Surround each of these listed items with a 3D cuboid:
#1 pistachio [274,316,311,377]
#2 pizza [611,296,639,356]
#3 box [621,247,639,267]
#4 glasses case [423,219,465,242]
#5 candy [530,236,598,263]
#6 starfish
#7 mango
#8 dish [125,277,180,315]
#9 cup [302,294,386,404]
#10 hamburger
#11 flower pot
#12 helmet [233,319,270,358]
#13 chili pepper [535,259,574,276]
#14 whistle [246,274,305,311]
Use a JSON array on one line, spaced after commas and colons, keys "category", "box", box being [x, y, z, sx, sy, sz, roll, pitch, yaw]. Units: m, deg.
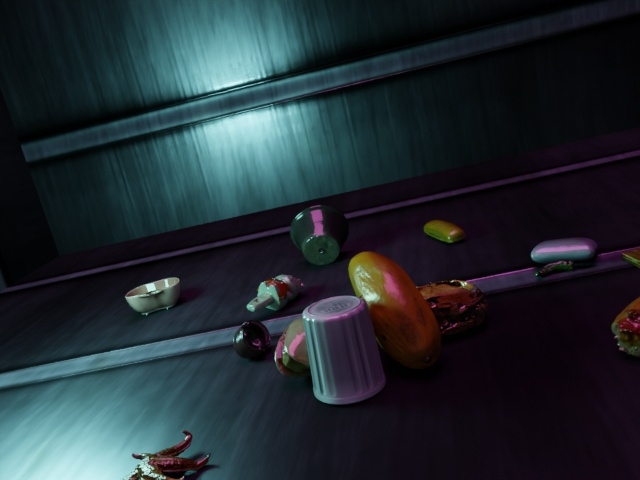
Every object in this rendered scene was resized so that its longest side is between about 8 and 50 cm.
[{"category": "pistachio", "box": [-0.027, 0.256, 1.606, 0.144, 0.144, 0.215, -5, 14, 34]}, {"category": "pizza", "box": [0.842, 0.134, 1.260, 0.440, 0.130, 0.406, -19, 12, -19]}, {"category": "box", "box": [0.895, 0.048, 1.762, 0.090, 0.023, 0.133, -13, 14, -2]}, {"category": "glasses case", "box": [0.464, -0.036, 2.437, 0.079, 0.064, 0.234, -24, 16, -11]}, {"category": "candy", "box": [0.715, 0.029, 1.903, 0.174, 0.071, 0.138, -6, 4, 28]}, {"category": "starfish", "box": [-0.338, 0.455, 1.292, 0.238, 0.057, 0.213, -17, 7, -17]}, {"category": "mango", "box": [0.168, 0.153, 1.542, 0.144, 0.187, 0.359, -22, 54, -12]}, {"category": "dish", "box": [-0.620, 0.216, 2.446, 0.213, 0.090, 0.213, -13, 11, 3]}, {"category": "cup", "box": [0.043, 0.235, 1.481, 0.167, 0.202, 0.221, -14, 13, -10]}, {"category": "hamburger", "box": [0.312, 0.174, 1.671, 0.231, 0.106, 0.231, -13, 10, 2]}, {"category": "flower pot", "box": [0.000, 0.000, 2.506, 0.235, 0.235, 0.148, -13, 34, 5]}, {"category": "helmet", "box": [-0.195, 0.279, 1.793, 0.070, 0.098, 0.123, -42, 0, 20]}, {"category": "chili pepper", "box": [0.660, 0.078, 1.849, 0.118, 0.035, 0.055, -11, -3, -4]}, {"category": "whistle", "box": [-0.147, 0.173, 2.136, 0.102, 0.105, 0.253, -24, 3, 43]}]
